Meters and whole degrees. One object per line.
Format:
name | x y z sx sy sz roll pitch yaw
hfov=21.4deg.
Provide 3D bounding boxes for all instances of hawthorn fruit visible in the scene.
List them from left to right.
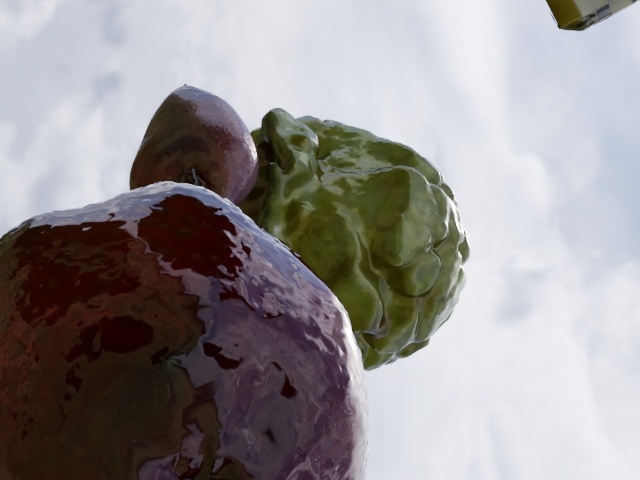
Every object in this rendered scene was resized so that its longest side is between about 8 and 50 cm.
hawthorn fruit | -0.090 0.115 0.954 0.300 0.254 0.254 -112 -144 -51

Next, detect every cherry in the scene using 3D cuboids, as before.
cherry | -0.096 -0.064 1.350 0.106 0.087 0.126 -8 -138 30

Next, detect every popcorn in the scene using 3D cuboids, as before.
popcorn | 0.000 0.000 1.498 0.224 0.270 0.258 -55 168 -17

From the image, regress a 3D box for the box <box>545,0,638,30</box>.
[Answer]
box | 0.128 -0.190 0.931 0.020 0.073 0.149 -25 -87 52
